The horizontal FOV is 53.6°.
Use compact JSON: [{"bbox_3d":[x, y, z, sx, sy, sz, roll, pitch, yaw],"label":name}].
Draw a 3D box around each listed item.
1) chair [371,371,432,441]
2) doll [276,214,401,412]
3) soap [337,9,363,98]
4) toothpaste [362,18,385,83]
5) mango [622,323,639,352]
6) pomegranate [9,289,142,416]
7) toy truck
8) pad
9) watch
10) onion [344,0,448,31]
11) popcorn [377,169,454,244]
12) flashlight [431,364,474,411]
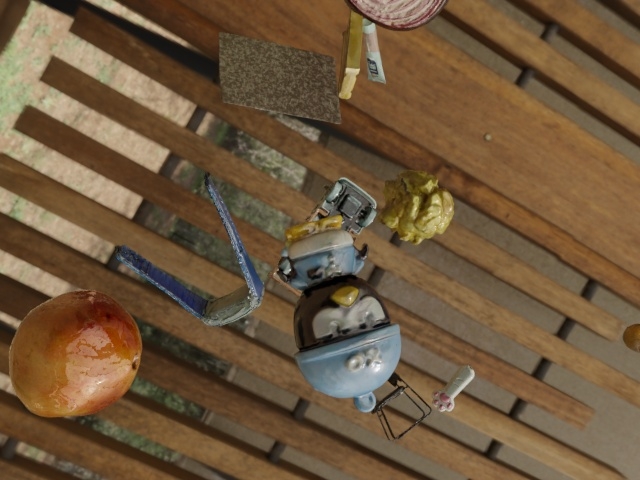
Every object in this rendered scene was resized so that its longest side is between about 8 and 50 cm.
[{"bbox_3d":[0.212,0.481,1.938,0.145,0.221,0.140,-33,164,-13],"label":"chair"},{"bbox_3d":[0.031,0.119,1.008,0.141,0.177,0.314,152,-78,-72],"label":"doll"},{"bbox_3d":[0.072,-0.454,1.526,0.092,0.037,0.252,109,-11,-52],"label":"soap"},{"bbox_3d":[0.139,-0.500,1.688,0.036,0.056,0.205,-55,153,-22],"label":"toothpaste"},{"bbox_3d":[0.752,0.228,1.488,0.079,0.114,0.057,19,-110,40],"label":"mango"},{"bbox_3d":[-0.392,0.181,1.017,0.209,0.209,0.209,-56,-167,21],"label":"pomegranate"},{"bbox_3d":[0.000,0.000,1.572,0.305,0.136,0.162,-56,-167,-13],"label":"toy truck"},{"bbox_3d":[-0.073,-0.300,1.173,0.003,0.235,0.158,137,-47,-56],"label":"pad"},{"bbox_3d":[-0.207,0.032,1.221,0.276,0.274,0.068,-33,-153,27],"label":"watch"},{"bbox_3d":[0.151,-0.531,1.249,0.216,0.207,0.206,-42,-151,23],"label":"onion"},{"bbox_3d":[0.317,-0.115,2.143,0.286,0.215,0.252,38,-62,59],"label":"popcorn"},{"bbox_3d":[0.492,0.543,2.337,0.200,0.093,0.047,-46,162,-7],"label":"flashlight"}]
